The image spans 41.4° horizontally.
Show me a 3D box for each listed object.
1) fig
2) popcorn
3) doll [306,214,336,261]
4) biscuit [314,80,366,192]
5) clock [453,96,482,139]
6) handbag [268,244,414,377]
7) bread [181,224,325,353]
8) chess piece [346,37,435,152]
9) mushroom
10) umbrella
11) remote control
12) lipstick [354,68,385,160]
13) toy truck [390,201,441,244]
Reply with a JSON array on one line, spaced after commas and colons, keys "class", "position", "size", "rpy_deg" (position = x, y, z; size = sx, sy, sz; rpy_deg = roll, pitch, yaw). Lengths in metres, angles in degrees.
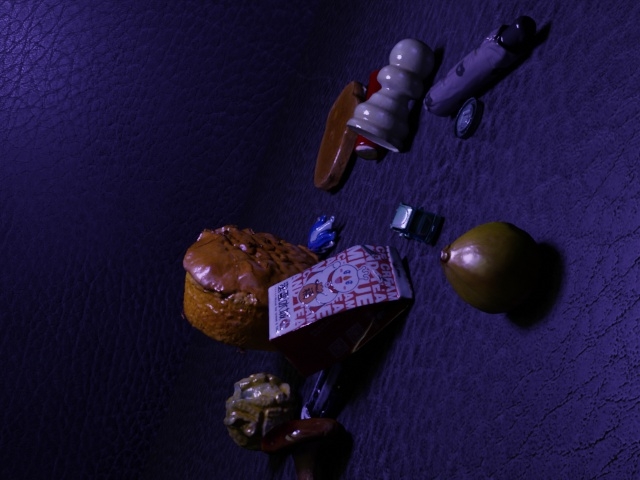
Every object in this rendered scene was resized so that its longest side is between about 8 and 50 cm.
[{"class": "fig", "position": [0.259, 0.042, 1.256], "size": [0.153, 0.121, 0.136], "rpy_deg": [-20, 42, 40]}, {"class": "popcorn", "position": [-0.149, 0.416, 2.056], "size": [0.185, 0.167, 0.187], "rpy_deg": [121, 165, -49]}, {"class": "doll", "position": [0.000, 0.000, 2.258], "size": [0.096, 0.070, 0.195], "rpy_deg": [61, 140, 29]}, {"class": "biscuit", "position": [0.071, -0.307, 2.402], "size": [0.287, 0.057, 0.343], "rpy_deg": [133, 153, -55]}, {"class": "clock", "position": [0.290, -0.239, 1.663], "size": [0.085, 0.017, 0.085], "rpy_deg": [-160, 90, -75]}, {"class": "handbag", "position": [0.050, 0.135, 1.722], "size": [0.298, 0.151, 0.171], "rpy_deg": [-25, 37, 16]}, {"class": "bread", "position": [-0.162, 0.109, 2.138], "size": [0.398, 0.398, 0.215], "rpy_deg": [-111, 36, -67]}, {"class": "chess piece", "position": [0.180, -0.349, 1.974], "size": [0.251, 0.144, 0.144], "rpy_deg": [-63, 16, 1]}, {"class": "mushroom", "position": [-0.036, 0.477, 1.719], "size": [0.227, 0.148, 0.217], "rpy_deg": [139, 132, -62]}, {"class": "umbrella", "position": [0.304, -0.331, 1.629], "size": [0.337, 0.073, 0.067], "rpy_deg": [143, 135, -62]}, {"class": "remote control", "position": [0.009, 0.328, 1.817], "size": [0.090, 0.066, 0.266], "rpy_deg": [-96, 30, -59]}, {"class": "lipstick", "position": [0.143, -0.318, 2.139], "size": [0.080, 0.080, 0.241], "rpy_deg": [139, 148, -60]}, {"class": "toy truck", "position": [0.173, -0.041, 1.696], "size": [0.067, 0.081, 0.175], "rpy_deg": [-68, 16, 1]}]
